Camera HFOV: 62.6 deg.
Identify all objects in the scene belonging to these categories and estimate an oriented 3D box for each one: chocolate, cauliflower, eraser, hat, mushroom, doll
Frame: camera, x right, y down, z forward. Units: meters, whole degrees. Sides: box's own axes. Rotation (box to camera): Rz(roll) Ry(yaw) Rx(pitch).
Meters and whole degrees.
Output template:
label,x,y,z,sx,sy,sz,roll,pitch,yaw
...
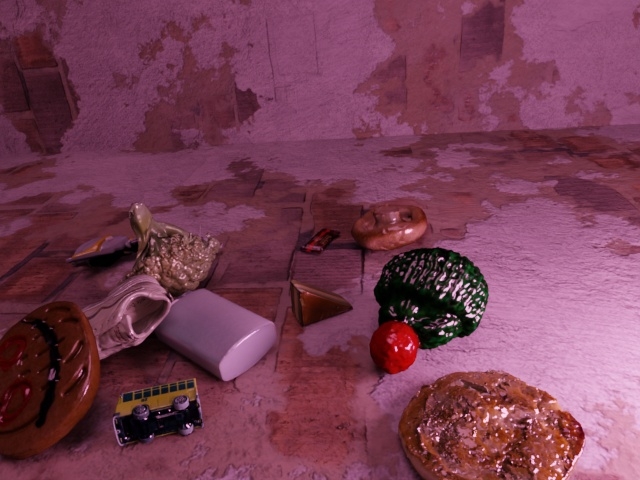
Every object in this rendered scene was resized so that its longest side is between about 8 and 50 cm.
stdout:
label,x,y,z,sx,sy,sz,roll,pitch,yaw
chocolate,0.000,0.000,1.875,0.086,0.028,0.182,13,29,26
cauliflower,-0.470,0.053,1.602,0.327,0.260,0.281,-18,53,-26
eraser,-0.277,0.231,1.360,0.290,0.104,0.189,19,37,38
hat,0.241,0.192,1.284,0.274,0.242,0.332,-8,40,49
mushroom,0.234,-0.049,1.808,0.279,0.145,0.278,-13,22,6
doll,-0.724,0.032,1.848,0.317,0.103,0.145,-12,23,-27

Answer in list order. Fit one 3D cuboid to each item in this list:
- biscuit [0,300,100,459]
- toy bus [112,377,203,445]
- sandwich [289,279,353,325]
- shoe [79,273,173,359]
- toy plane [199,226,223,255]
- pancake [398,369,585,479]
label,x,y,z,sx,sy,sz,roll,pitch,yaw
biscuit,-0.645,0.303,1.175,0.314,0.063,0.367,-34,48,-6
toy bus,-0.345,0.364,1.124,0.175,0.088,0.101,-9,25,-14
sandwich,0.004,0.153,1.465,0.163,0.113,0.079,-15,28,-21
shoe,-0.517,0.215,1.301,0.342,0.132,0.211,-41,26,-27
toy plane,-0.418,0.041,1.819,0.160,0.082,0.234,1,40,-12
pancake,0.325,0.372,1.028,0.357,0.065,0.356,-3,28,1
